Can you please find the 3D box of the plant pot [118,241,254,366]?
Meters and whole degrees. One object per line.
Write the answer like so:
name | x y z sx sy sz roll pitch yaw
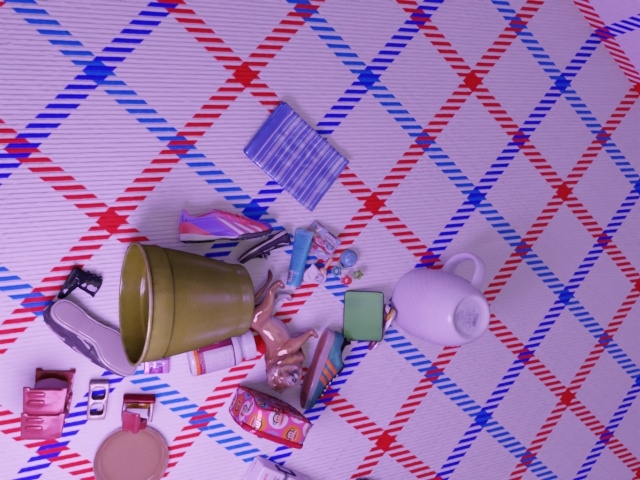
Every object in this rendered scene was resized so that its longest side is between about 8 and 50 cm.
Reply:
plant pot | -0.409 0.190 1.691 0.352 0.366 0.367 1 93 -32

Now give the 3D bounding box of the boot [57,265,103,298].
boot | -0.752 0.147 1.695 0.099 0.045 0.121 32 81 -22

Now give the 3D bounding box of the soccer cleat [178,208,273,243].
soccer cleat | -0.315 -0.055 1.820 0.318 0.108 0.117 -4 91 -18

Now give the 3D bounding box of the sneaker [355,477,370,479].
sneaker | 0.182 1.042 2.087 0.130 0.087 0.228 12 84 -15

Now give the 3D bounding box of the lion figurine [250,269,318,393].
lion figurine | -0.161 0.323 1.901 0.240 0.142 0.392 -33 90 -8

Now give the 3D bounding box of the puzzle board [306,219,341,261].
puzzle board | 0.000 0.000 1.969 0.128 0.011 0.096 39 79 1

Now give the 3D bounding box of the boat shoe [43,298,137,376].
boat shoe | -0.722 0.313 1.703 0.335 0.095 0.112 48 41 -21

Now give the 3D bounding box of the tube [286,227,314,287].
tube | -0.078 0.063 1.939 0.052 0.080 0.207 9 94 -64

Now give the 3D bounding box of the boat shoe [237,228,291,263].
boat shoe | -0.191 0.035 1.887 0.206 0.075 0.065 -32 101 -21

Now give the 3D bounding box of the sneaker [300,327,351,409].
sneaker | 0.023 0.483 1.979 0.121 0.108 0.302 23 84 -16

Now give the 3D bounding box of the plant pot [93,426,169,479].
plant pot | -0.624 0.725 1.786 0.236 0.032 0.237 -1 93 -20

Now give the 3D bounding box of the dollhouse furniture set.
dollhouse furniture set | -0.694 0.495 1.654 0.374 0.201 0.152 7 91 -21

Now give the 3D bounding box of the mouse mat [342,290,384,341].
mouse mat | 0.162 0.285 2.038 0.152 0.007 0.190 2 87 2

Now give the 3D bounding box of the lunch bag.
lunch bag | -0.158 0.594 1.820 0.258 0.293 0.120 25 80 -20

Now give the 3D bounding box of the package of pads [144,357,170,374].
package of pads | -0.544 0.419 1.797 0.083 0.032 0.050 2 91 -21

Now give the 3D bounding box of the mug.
mug | 0.485 0.213 2.021 0.276 0.328 0.374 31 82 -20

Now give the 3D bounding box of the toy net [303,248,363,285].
toy net | 0.042 0.118 2.000 0.232 0.045 0.122 -17 101 -18

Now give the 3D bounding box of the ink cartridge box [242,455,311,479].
ink cartridge box | -0.161 0.908 1.939 0.237 0.100 0.172 32 82 -20

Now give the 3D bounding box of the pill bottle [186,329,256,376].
pill bottle | -0.336 0.375 1.827 0.221 0.121 0.121 -11 97 -20

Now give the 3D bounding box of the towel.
towel | -0.081 -0.299 1.927 0.336 0.040 0.243 40 80 -19

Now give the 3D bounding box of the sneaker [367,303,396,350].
sneaker | 0.214 0.329 2.072 0.083 0.069 0.186 30 87 3
